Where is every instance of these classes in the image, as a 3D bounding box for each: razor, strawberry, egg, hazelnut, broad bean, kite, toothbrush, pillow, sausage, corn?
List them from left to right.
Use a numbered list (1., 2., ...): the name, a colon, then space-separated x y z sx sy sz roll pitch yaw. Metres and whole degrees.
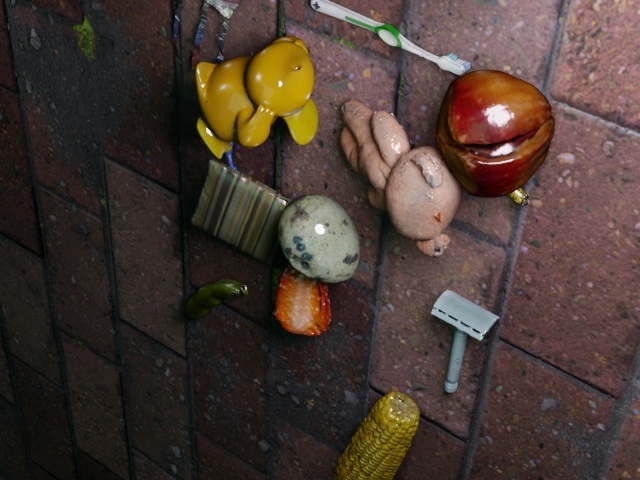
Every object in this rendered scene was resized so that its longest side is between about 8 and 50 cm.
1. kite: -0.199 -0.440 1.882 0.204 0.022 0.360 34 136 20
2. broad bean: -0.246 0.128 2.335 0.065 0.046 0.254 46 141 -14
3. pillow: -0.148 -0.050 2.087 0.212 0.052 0.208 28 141 1
4. strawberry: -0.026 0.104 2.100 0.121 0.082 0.188 16 122 9
5. egg: 0.000 0.000 1.938 0.141 0.141 0.182 -18 114 48
6. corn: 0.112 0.441 2.189 0.120 0.120 0.363 36 137 17
7. toothbrush: 0.104 -0.328 1.677 0.304 0.030 0.030 29 135 24
8. razor: 0.252 0.202 1.925 0.106 0.068 0.232 29 140 25
9. sausage: 0.264 -0.128 1.684 0.198 0.025 0.028 47 143 3
10. hazelnut: 0.261 -0.160 1.570 0.178 0.178 0.204 12 132 37

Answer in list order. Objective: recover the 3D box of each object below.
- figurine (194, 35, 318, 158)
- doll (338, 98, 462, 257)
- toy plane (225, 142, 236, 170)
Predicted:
1. figurine: -0.109 -0.250 1.820 0.228 0.215 0.215 4 123 25
2. doll: 0.141 -0.131 1.740 0.201 0.156 0.303 86 158 -45
3. toy plane: -0.182 -0.181 2.034 0.054 0.062 0.167 25 144 27
